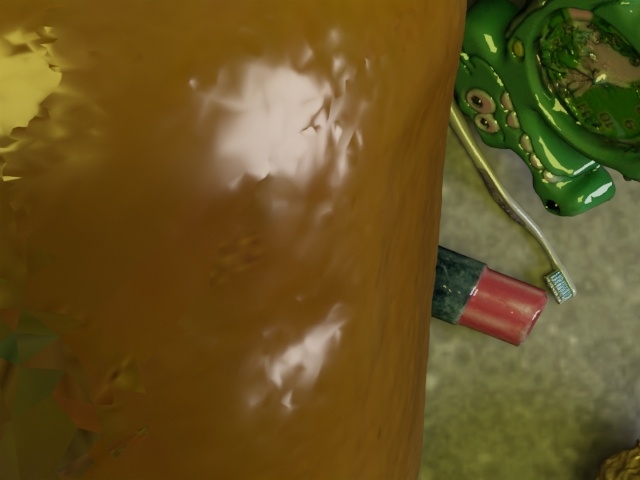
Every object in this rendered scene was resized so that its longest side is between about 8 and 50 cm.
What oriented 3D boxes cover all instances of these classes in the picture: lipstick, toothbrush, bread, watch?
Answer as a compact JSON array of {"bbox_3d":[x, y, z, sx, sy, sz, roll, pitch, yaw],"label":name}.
[{"bbox_3d":[0.000,0.000,0.826,0.234,0.053,0.053,22,91,-15],"label":"lipstick"},{"bbox_3d":[0.087,-0.026,0.852,0.013,0.011,0.131,-37,100,-26],"label":"toothbrush"},{"bbox_3d":[-0.114,0.025,0.640,0.348,0.253,0.376,-2,121,-13],"label":"bread"},{"bbox_3d":[0.155,-0.107,0.804,0.152,0.165,0.131,-39,100,-29],"label":"watch"}]

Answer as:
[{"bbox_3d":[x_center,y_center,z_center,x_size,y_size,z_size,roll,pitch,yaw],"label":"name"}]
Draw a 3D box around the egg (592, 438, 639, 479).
[{"bbox_3d":[0.182,0.149,0.832,0.118,0.116,0.140,-31,104,18],"label":"egg"}]
